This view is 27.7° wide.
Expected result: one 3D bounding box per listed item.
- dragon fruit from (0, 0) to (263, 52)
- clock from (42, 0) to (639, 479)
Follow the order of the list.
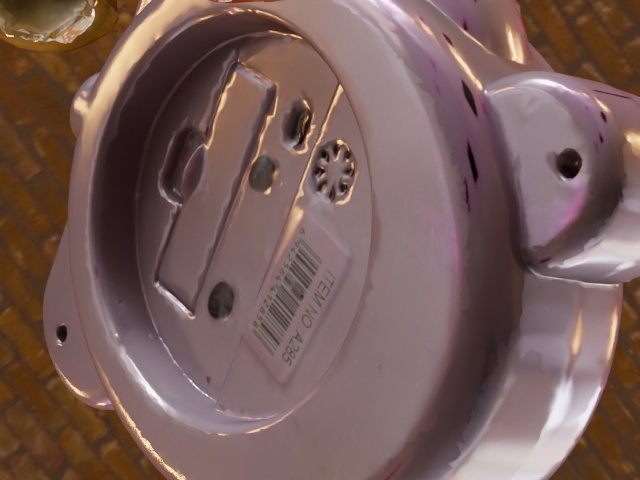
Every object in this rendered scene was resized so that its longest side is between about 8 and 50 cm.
[{"bbox_3d":[-0.050,-0.180,0.320,0.296,0.314,0.263,4,-78,33],"label":"dragon fruit"},{"bbox_3d":[0.000,0.000,0.599,0.113,0.322,0.295,7,-69,-41],"label":"clock"}]
